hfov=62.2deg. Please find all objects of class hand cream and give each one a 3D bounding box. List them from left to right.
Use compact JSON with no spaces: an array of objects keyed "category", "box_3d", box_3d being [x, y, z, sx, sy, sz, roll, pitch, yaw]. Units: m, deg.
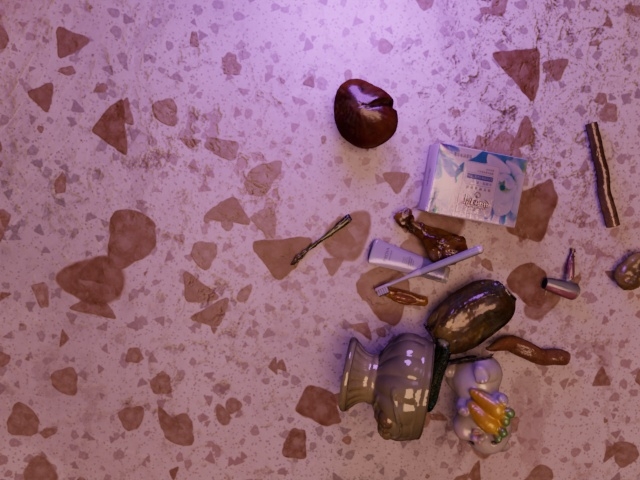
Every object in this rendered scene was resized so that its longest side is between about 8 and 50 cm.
[{"category":"hand cream","box_3d":[0.266,0.068,1.604,0.255,0.048,0.079,18,72,-6]}]

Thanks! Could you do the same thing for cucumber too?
[{"category":"cucumber","box_3d":[0.342,0.401,1.561,0.044,0.043,0.257,-15,122,-37]}]

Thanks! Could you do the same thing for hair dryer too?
[{"category":"hair dryer","box_3d":[0.765,0.098,1.656,0.106,0.054,0.154,21,84,-2]}]

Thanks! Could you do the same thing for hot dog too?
[{"category":"hot dog","box_3d":[0.265,0.178,1.627,0.137,0.028,0.044,16,101,-7]}]

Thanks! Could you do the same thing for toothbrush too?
[{"category":"toothbrush","box_3d":[0.314,0.090,1.558,0.342,0.025,0.030,-26,67,19]}]

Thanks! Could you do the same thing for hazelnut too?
[{"category":"hazelnut","box_3d":[0.118,-0.358,1.486,0.178,0.178,0.204,-20,81,-2]}]

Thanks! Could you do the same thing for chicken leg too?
[{"category":"chicken leg","box_3d":[0.329,-0.012,1.591,0.251,0.087,0.107,36,83,-1]}]

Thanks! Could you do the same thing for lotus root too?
[{"category":"lotus root","box_3d":[0.449,0.223,1.584,0.275,0.152,0.160,-34,100,8]}]

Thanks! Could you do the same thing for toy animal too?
[{"category":"toy animal","box_3d":[0.477,0.500,1.582,0.182,0.247,0.310,-16,81,14]}]

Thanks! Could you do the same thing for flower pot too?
[{"category":"flower pot","box_3d":[0.187,0.409,1.524,0.244,0.307,0.307,9,95,11]}]

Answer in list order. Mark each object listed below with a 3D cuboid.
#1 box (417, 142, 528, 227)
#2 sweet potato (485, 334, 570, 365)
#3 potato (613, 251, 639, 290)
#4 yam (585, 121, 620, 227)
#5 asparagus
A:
[{"category":"box","box_3d":[0.444,-0.162,1.561,0.274,0.116,0.203,10,96,-6]},{"category":"sweet potato","box_3d":[0.640,0.342,1.656,0.281,0.059,0.067,16,82,-7]},{"category":"potato","box_3d":[0.979,0.095,1.653,0.138,0.070,0.091,-43,96,-1]},{"category":"yam","box_3d":[0.864,-0.201,1.629,0.045,0.045,0.327,-12,96,28]},{"category":"asparagus","box_3d":[0.000,0.000,1.591,0.233,0.023,0.022,-38,53,0]}]
